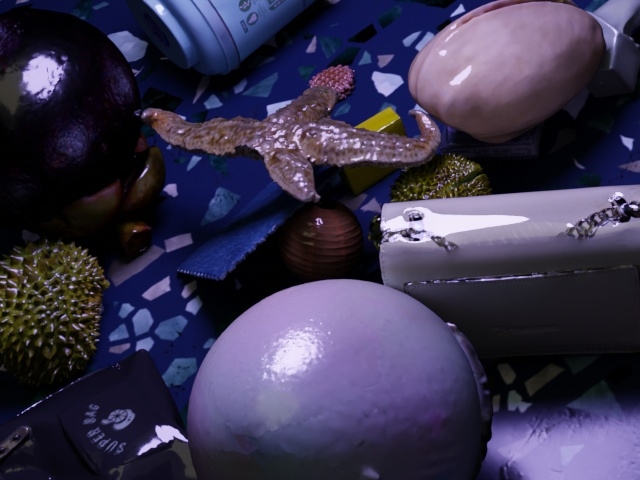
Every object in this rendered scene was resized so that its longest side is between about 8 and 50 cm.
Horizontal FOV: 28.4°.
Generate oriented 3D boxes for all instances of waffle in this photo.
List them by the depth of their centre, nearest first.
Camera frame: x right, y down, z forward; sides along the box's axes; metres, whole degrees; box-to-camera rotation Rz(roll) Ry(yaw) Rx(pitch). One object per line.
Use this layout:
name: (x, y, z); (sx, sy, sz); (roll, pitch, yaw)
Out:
waffle: (0.022, -0.274, 2.207); (0.083, 0.029, 0.075); (-18, 49, 6)

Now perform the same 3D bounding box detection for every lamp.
lamp: (0.000, 0.000, 1.921); (0.136, 0.136, 0.136); (-12, 49, 14)

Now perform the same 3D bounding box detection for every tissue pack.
tissue pack: (0.275, -0.180, 2.006); (0.156, 0.051, 0.112); (0, 53, 24)

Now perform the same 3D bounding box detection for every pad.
pad: (-0.098, -0.032, 1.975); (0.269, 0.012, 0.270); (-43, 15, -16)

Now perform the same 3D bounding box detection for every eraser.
eraser: (0.082, -0.144, 2.028); (0.122, 0.097, 0.045); (-33, 45, -5)

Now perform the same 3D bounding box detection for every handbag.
handbag: (0.271, 0.034, 1.691); (0.359, 0.236, 0.160); (-4, 54, 14)
handbag: (-0.306, 0.307, 1.744); (0.288, 0.152, 0.342); (-22, 41, -23)

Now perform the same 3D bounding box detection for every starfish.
starfish: (-0.041, -0.175, 1.925); (0.324, 0.082, 0.432); (-25, 32, -29)

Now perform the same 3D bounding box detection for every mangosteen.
mangosteen: (-0.429, -0.172, 2.070); (0.382, 0.435, 0.382); (-42, 29, 30)

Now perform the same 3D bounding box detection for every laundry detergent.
laundry detergent: (-0.180, -0.471, 2.278); (0.305, 0.287, 0.287); (-41, 49, -12)

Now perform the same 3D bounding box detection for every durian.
durian: (0.174, -0.034, 1.875); (0.159, 0.146, 0.198); (21, 70, 18)
durian: (-0.447, 0.106, 2.010); (0.200, 0.176, 0.237); (-5, 60, 45)

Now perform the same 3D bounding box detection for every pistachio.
pistachio: (0.280, -0.265, 1.899); (0.318, 0.214, 0.193); (-29, 41, -17)

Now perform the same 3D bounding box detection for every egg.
egg: (-0.009, 0.226, 1.522); (0.354, 0.340, 0.354); (0, 90, 28)

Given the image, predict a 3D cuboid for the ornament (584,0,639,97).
ornament: (0.484, -0.357, 2.010); (0.120, 0.130, 0.285); (14, 59, 47)
